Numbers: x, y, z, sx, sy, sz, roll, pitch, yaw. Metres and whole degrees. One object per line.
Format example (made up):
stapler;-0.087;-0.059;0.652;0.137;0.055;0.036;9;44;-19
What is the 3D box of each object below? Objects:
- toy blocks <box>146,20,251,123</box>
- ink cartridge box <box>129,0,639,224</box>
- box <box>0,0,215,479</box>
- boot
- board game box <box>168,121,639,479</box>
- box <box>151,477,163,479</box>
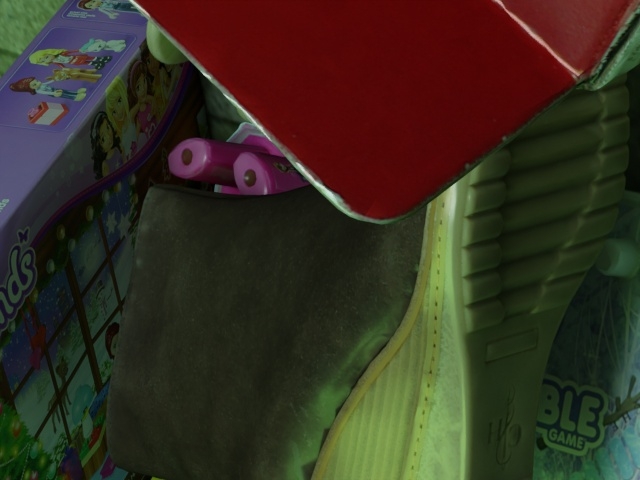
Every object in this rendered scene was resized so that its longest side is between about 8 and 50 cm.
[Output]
toy blocks;0.001;-0.084;0.787;0.148;0.054;0.123;35;143;25
ink cartridge box;0.014;-0.198;0.453;0.309;0.272;0.130;44;147;13
box;-0.124;0.051;0.858;0.057;0.293;0.201;8;131;20
boot;0.000;0.000;0.732;0.207;0.090;0.248;19;104;43
board game box;0.049;0.167;0.771;0.390;0.050;0.390;13;96;46
box;-0.238;0.135;1.191;0.290;0.177;0.279;58;148;-6
